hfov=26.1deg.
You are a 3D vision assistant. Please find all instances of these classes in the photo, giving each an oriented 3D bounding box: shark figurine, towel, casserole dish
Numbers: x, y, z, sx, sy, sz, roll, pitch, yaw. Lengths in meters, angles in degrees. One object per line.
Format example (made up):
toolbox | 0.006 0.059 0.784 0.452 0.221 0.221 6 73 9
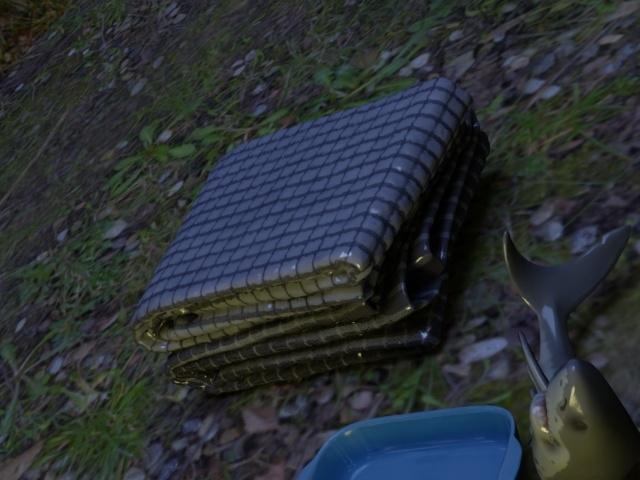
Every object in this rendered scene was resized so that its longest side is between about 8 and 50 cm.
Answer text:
shark figurine | 0.178 0.097 0.843 0.116 0.166 0.278 -5 17 8
towel | 0.000 0.000 1.145 0.283 0.121 0.235 -16 34 39
casserole dish | 0.059 0.168 0.911 0.188 0.037 0.114 -13 37 38
